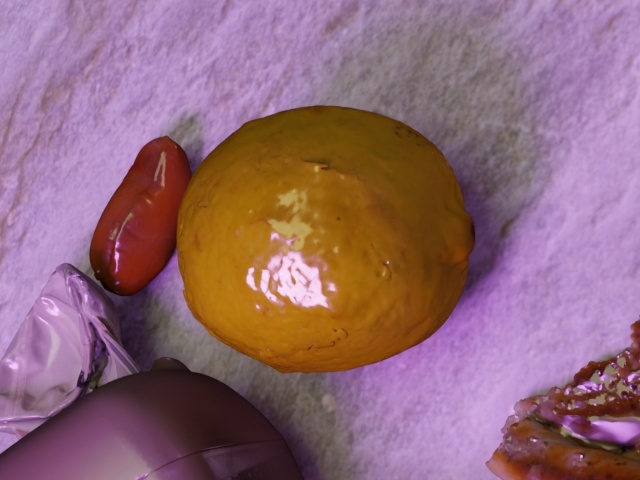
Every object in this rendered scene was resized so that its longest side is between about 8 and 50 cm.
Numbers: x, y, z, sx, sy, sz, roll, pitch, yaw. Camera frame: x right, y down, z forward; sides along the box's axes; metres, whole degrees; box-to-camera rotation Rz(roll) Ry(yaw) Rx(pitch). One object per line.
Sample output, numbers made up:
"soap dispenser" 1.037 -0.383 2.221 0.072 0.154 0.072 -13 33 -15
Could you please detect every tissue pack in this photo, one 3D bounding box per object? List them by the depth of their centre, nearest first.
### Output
"tissue pack" -0.212 0.295 1.569 0.387 0.267 0.277 -38 74 22

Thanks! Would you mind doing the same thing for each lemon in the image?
"lemon" 0.002 0.000 1.516 0.284 0.260 0.260 21 91 39

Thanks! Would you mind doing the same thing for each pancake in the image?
"pancake" 0.274 0.129 1.397 0.266 0.057 0.244 16 87 39

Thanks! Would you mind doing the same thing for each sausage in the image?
"sausage" -0.191 -0.026 1.774 0.089 0.089 0.179 26 91 38

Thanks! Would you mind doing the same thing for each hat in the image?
"hat" -0.237 0.152 1.760 0.226 0.164 0.219 35 114 -3
